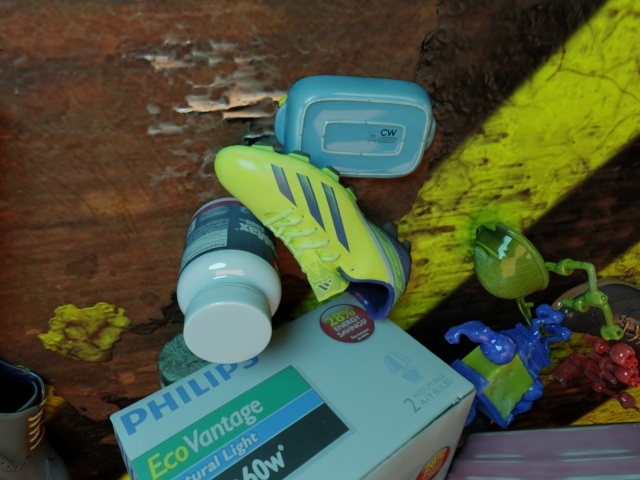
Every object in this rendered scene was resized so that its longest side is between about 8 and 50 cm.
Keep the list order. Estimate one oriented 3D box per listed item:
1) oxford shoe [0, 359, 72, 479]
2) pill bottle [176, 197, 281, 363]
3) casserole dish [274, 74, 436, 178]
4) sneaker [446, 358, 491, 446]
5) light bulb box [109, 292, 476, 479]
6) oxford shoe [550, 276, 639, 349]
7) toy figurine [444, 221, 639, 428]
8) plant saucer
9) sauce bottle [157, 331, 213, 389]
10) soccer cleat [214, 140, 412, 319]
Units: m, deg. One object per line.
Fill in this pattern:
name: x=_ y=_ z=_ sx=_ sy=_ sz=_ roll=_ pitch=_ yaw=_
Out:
oxford shoe: x=-0.437 y=0.271 z=0.608 sx=0.133 sy=0.130 sz=0.363 roll=-21 pitch=126 yaw=-6
pill bottle: x=-0.098 y=0.039 z=0.478 sx=0.108 sy=0.180 sz=0.107 roll=-5 pitch=124 yaw=-7
casserole dish: x=0.044 y=-0.119 z=0.487 sx=0.189 sy=0.037 sz=0.114 roll=0 pitch=124 yaw=-11
sneaker: x=0.256 y=0.288 z=0.775 sx=0.106 sy=0.078 sz=0.234 roll=-8 pitch=125 yaw=-13
light bulb box: x=-0.026 y=0.321 z=0.572 sx=0.358 sy=0.225 sz=0.360 roll=-23 pitch=131 yaw=-33
oxford shoe: x=0.494 y=0.124 z=0.691 sx=0.272 sy=0.098 sz=0.096 roll=1 pitch=123 yaw=-11
toy figurine: x=0.264 y=0.177 z=0.597 sx=0.217 sy=0.191 sz=0.362 roll=-42 pitch=122 yaw=-2
plant saucer: x=0.335 y=0.298 z=0.596 sx=0.333 sy=0.084 sz=0.332 roll=-4 pitch=156 yaw=-2
sauce bottle: x=-0.164 y=0.288 z=0.676 sx=0.112 sy=0.111 sz=0.344 roll=-4 pitch=125 yaw=-8
soccer cleat: x=0.001 y=0.000 z=0.493 sx=0.289 sy=0.121 sz=0.094 roll=34 pitch=156 yaw=-32
